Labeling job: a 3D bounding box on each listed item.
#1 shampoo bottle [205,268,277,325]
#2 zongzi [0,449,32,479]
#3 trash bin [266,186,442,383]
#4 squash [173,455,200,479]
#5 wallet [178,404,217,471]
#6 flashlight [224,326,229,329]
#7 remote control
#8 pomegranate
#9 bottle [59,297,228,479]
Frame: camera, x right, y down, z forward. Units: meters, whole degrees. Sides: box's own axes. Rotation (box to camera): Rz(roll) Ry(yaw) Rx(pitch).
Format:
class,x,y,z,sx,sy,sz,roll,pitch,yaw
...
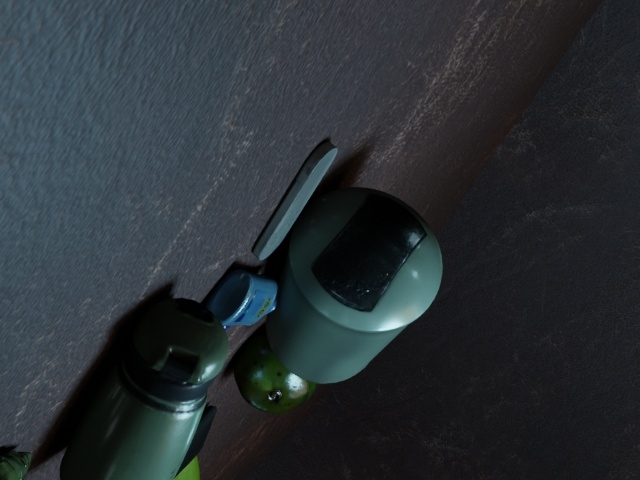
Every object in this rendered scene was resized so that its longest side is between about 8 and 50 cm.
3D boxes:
class,x,y,z,sx,sy,sz,roll,pitch,yaw
shampoo bottle,-0.127,0.103,1.708,0.104,0.061,0.258,-54,170,3
zongzi,-0.441,0.334,1.249,0.154,0.062,0.130,-44,-179,-3
trash bin,0.050,0.093,1.852,0.280,0.280,0.432,-45,171,-27
squash,-0.416,0.656,2.401,0.233,0.210,0.309,10,91,-76
wallet,-0.366,0.524,2.185,0.377,0.051,0.197,-41,163,-44
flashlight,-0.188,0.152,1.707,0.121,0.035,0.057,-34,136,-69
remote control,-0.044,-0.062,1.598,0.245,0.022,0.077,-56,170,30
pomegranate,-0.097,0.277,2.181,0.187,0.187,0.225,-56,-168,26
bottle,-0.250,0.242,1.422,0.347,0.168,0.168,-61,166,24
